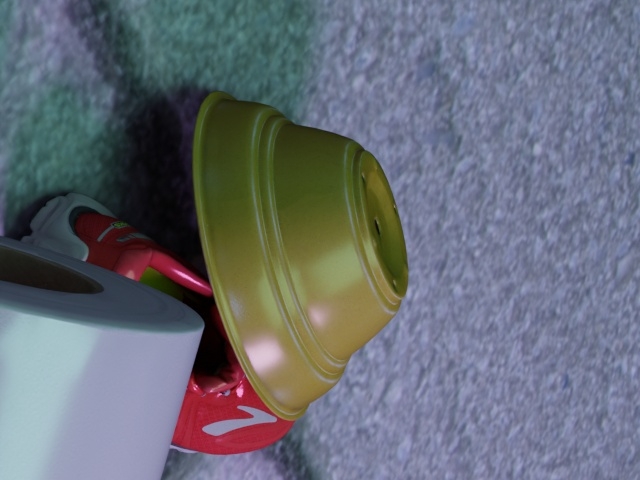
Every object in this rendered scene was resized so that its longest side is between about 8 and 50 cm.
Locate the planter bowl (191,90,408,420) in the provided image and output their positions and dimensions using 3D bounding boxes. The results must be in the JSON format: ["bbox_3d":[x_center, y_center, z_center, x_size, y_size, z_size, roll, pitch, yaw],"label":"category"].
[{"bbox_3d":[0.000,0.000,1.258,0.217,0.090,0.217,-13,90,-74],"label":"planter bowl"}]

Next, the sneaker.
[{"bbox_3d":[-0.086,0.075,1.255,0.107,0.118,0.279,-60,140,-10],"label":"sneaker"}]

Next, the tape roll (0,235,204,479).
[{"bbox_3d":[-0.198,0.088,1.028,0.246,0.246,0.169,10,98,-51],"label":"tape roll"}]
